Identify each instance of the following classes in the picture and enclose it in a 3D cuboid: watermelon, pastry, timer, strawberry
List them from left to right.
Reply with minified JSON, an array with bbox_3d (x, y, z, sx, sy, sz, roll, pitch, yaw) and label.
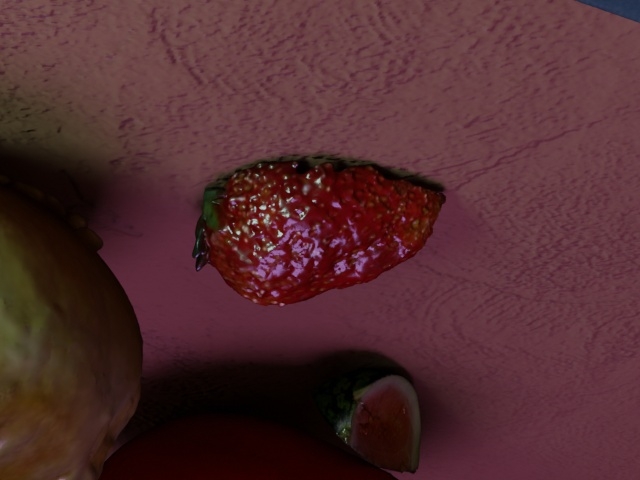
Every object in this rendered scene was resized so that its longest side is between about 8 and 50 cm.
[{"bbox_3d":[-0.319,0.070,1.291,0.410,0.245,0.409,-2,152,-1],"label":"pastry"},{"bbox_3d":[-0.047,0.315,1.739,0.378,0.279,0.378,21,169,4],"label":"timer"},{"bbox_3d":[0.000,0.000,1.374,0.187,0.082,0.146,-9,161,5],"label":"strawberry"},{"bbox_3d":[0.049,0.145,1.690,0.069,0.087,0.163,-42,154,7],"label":"watermelon"}]

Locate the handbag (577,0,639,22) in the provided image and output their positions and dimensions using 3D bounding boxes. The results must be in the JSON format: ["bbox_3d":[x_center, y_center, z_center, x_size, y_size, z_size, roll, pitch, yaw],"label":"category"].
[{"bbox_3d":[0.197,-0.181,0.993,0.229,0.062,0.179,13,151,-29],"label":"handbag"}]
